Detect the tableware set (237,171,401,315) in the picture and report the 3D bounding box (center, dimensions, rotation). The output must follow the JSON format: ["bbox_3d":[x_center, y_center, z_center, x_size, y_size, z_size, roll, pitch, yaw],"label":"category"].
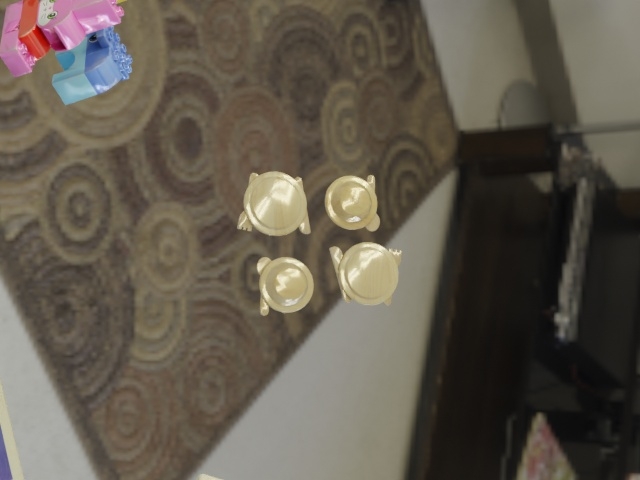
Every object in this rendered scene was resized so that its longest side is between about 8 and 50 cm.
[{"bbox_3d":[0.000,0.000,1.339,0.168,0.020,0.141,-3,82,-18],"label":"tableware set"}]

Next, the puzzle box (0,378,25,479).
[{"bbox_3d":[-0.527,0.276,1.447,0.408,0.052,0.272,-14,108,-18],"label":"puzzle box"}]

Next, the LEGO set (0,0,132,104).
[{"bbox_3d":[-0.134,-0.173,0.869,0.227,0.093,0.087,-95,164,-44],"label":"LEGO set"}]

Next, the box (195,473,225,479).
[{"bbox_3d":[-0.148,0.484,1.789,0.311,0.121,0.148,-83,-165,-48],"label":"box"}]
